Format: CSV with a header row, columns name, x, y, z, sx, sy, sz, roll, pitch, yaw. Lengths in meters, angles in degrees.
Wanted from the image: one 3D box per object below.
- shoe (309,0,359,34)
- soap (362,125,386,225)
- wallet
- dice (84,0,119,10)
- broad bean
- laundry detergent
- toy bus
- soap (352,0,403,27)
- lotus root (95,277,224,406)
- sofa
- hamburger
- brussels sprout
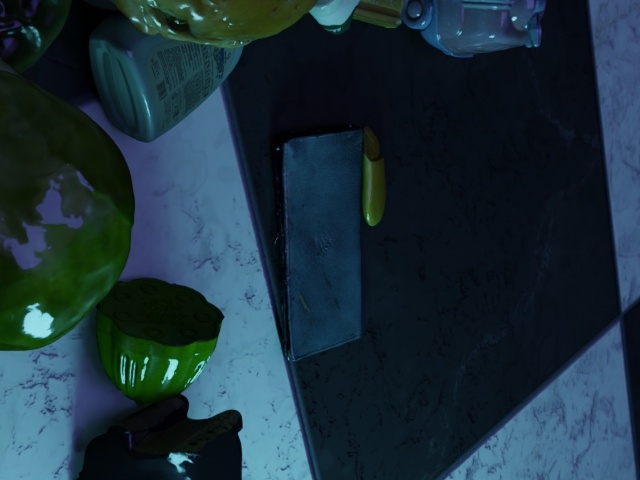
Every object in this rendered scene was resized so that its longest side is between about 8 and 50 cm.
name,x,y,z,sx,sy,sz,roll,pitch,yaw
shoe,0.044,-0.443,1.958,0.265,0.095,0.110,-65,153,-19
soap,0.089,-0.109,2.154,0.089,0.033,0.168,-50,138,-65
wallet,0.000,0.000,2.085,0.190,0.046,0.379,-15,110,-44
dice,-0.247,-0.420,1.614,0.193,0.194,0.192,-53,131,-27
broad bean,-0.398,-0.278,1.584,0.207,0.072,0.153,-54,130,-7
laundry detergent,-0.188,-0.287,1.747,0.280,0.105,0.215,-47,149,-28
toy bus,0.287,-0.458,2.155,0.197,0.232,0.294,-3,102,-47
soap,0.047,-0.411,2.050,0.252,0.037,0.092,4,97,-47
lotus root,-0.242,0.166,1.793,0.186,0.186,0.186,-13,108,-45
sofa,-0.235,0.368,1.858,0.200,0.182,0.258,-22,116,-62
hamburger,-0.130,-0.380,1.490,0.304,0.174,0.284,-4,90,-53
brussels sprout,-0.375,-0.048,1.496,0.281,0.289,0.355,-32,102,-28
